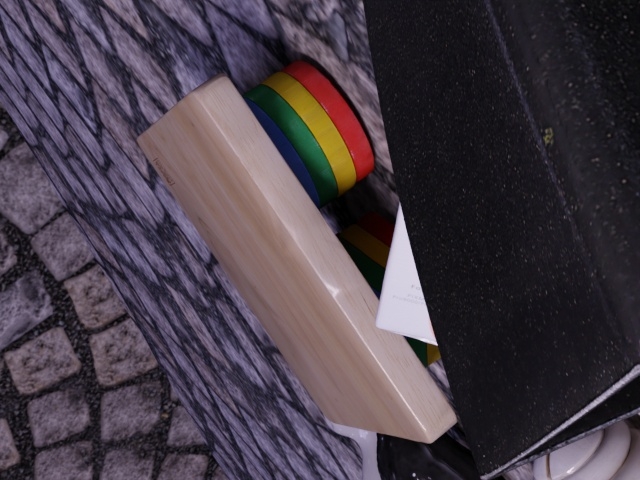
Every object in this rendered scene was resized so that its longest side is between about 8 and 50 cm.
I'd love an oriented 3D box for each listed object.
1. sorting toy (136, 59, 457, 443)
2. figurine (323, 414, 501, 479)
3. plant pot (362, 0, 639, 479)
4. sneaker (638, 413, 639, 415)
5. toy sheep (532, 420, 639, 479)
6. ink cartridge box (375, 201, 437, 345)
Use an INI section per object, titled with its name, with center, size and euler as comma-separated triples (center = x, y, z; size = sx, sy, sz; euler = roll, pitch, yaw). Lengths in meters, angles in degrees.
[sorting toy]
center = 0.000, 0.000, 1.108
size = 0.257, 0.089, 0.255
euler = 56, 167, -5
[figurine]
center = 0.064, 0.169, 1.348
size = 0.209, 0.092, 0.215
euler = 60, 169, 11
[plant pot]
center = 0.103, -0.060, 0.425
size = 0.167, 0.188, 0.187
euler = 64, 169, 12
[sneaker]
center = 0.179, 0.061, 0.661
size = 0.262, 0.099, 0.121
euler = 56, 177, 31
[toy sheep]
center = 0.158, 0.142, 0.912
size = 0.132, 0.091, 0.091
euler = 51, 168, -15
[ink cartridge box]
center = 0.064, -0.064, 0.660
size = 0.045, 0.145, 0.179
euler = 14, 146, 0
